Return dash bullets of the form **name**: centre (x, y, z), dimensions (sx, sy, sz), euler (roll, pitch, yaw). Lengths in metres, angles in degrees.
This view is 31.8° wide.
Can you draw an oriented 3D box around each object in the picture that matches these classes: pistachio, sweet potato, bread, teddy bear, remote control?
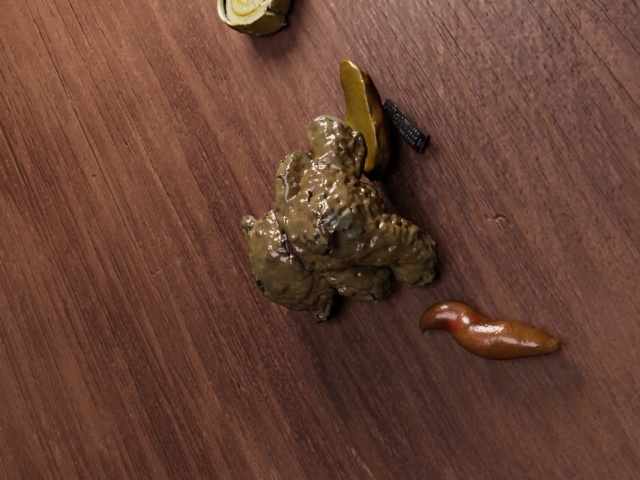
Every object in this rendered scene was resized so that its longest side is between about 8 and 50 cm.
- **pistachio**: centre (0.065, -0.165, 1.540), dimensions (0.089, 0.049, 0.173), euler (-12, 90, 62)
- **sweet potato**: centre (0.207, 0.118, 1.414), dimensions (0.202, 0.058, 0.055), euler (15, 117, 37)
- **bread**: centre (-0.092, -0.385, 1.680), dimensions (0.117, 0.064, 0.156), euler (18, 97, 33)
- **teddy bear**: centre (0.000, 0.000, 1.523), dimensions (0.267, 0.156, 0.256), euler (54, 142, 5)
- **remote control**: centre (0.116, -0.157, 1.530), dimensions (0.091, 0.016, 0.034), euler (50, 133, 30)
